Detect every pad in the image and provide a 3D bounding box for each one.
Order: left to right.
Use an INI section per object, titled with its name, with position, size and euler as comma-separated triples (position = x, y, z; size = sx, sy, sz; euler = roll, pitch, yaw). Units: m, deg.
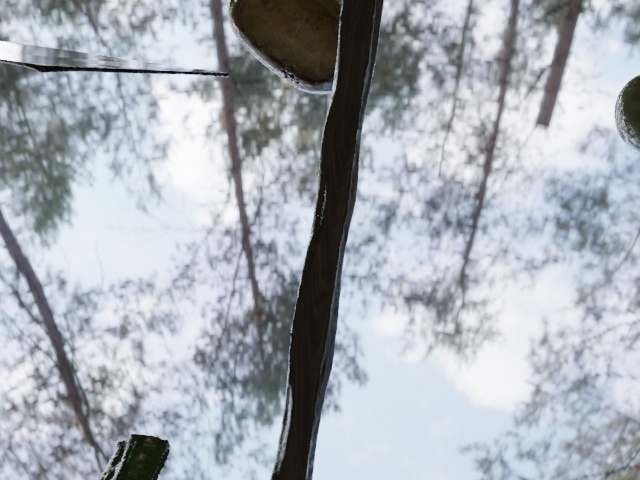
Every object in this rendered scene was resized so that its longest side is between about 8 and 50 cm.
[pad]
position = -0.243, -0.140, 0.973
size = 0.299, 0.202, 0.005
euler = 12, -79, 31

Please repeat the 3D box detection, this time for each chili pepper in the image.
[chili pepper]
position = -0.236, 0.314, 1.167
size = 0.076, 0.085, 0.359
euler = 50, -135, -20

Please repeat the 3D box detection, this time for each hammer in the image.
[hammer]
position = 0.000, 0.000, 0.344
size = 0.058, 0.029, 0.292
euler = 0, -112, 24

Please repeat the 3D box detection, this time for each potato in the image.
[potato]
position = -0.025, -0.230, 1.443
size = 0.170, 0.080, 0.107
euler = 33, -86, -2

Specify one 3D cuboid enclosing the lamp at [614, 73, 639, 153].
[lamp]
position = 0.375, -0.124, 1.332
size = 0.091, 0.091, 0.163
euler = -44, -148, -22
